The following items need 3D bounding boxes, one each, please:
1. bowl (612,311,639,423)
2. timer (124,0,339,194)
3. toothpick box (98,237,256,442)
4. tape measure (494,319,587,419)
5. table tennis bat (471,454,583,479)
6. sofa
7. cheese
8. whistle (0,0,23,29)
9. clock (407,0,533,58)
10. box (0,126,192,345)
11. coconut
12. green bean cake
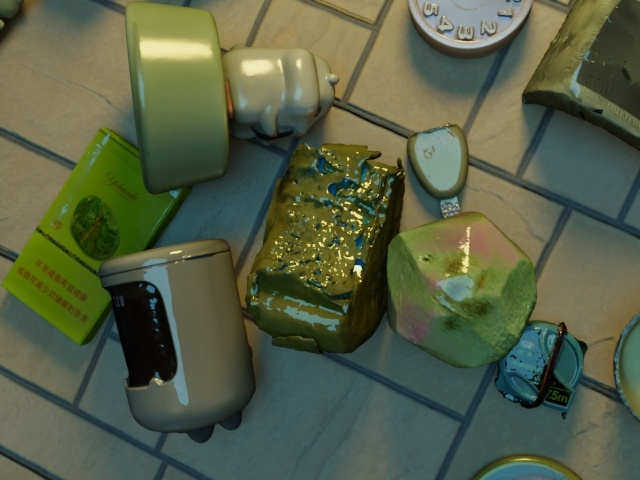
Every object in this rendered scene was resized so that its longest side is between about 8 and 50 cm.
[{"bbox_3d":[0.531,0.183,1.160,0.212,0.112,0.211,0,90,9],"label":"bowl"},{"bbox_3d":[-0.130,-0.226,1.223,0.316,0.291,0.290,-5,89,-11],"label":"timer"},{"bbox_3d":[-0.209,0.164,1.253,0.229,0.229,0.316,-12,90,10],"label":"toothpick box"},{"bbox_3d":[0.336,0.190,1.210,0.125,0.081,0.146,18,93,6],"label":"tape measure"},{"bbox_3d":[0.281,0.505,1.237,0.224,0.054,0.368,41,93,8],"label":"table tennis bat"},{"bbox_3d":[0.452,-0.246,1.163,0.226,0.176,0.210,26,95,-5],"label":"sofa"},{"bbox_3d":[0.199,-0.086,1.254,0.097,0.037,0.192,-12,87,11],"label":"cheese"},{"bbox_3d":[-0.598,-0.395,1.362,0.253,0.106,0.102,-45,52,1],"label":"whistle"},{"bbox_3d":[0.235,-0.390,1.231,0.197,0.068,0.196,0,90,10],"label":"clock"},{"bbox_3d":[-0.389,-0.007,1.355,0.187,0.047,0.335,35,97,8],"label":"box"},{"bbox_3d":[0.199,0.063,1.163,0.236,0.204,0.235,1,113,3],"label":"coconut"},{"bbox_3d":[0.000,0.000,1.168,0.202,0.285,0.309,11,91,15],"label":"green bean cake"}]
